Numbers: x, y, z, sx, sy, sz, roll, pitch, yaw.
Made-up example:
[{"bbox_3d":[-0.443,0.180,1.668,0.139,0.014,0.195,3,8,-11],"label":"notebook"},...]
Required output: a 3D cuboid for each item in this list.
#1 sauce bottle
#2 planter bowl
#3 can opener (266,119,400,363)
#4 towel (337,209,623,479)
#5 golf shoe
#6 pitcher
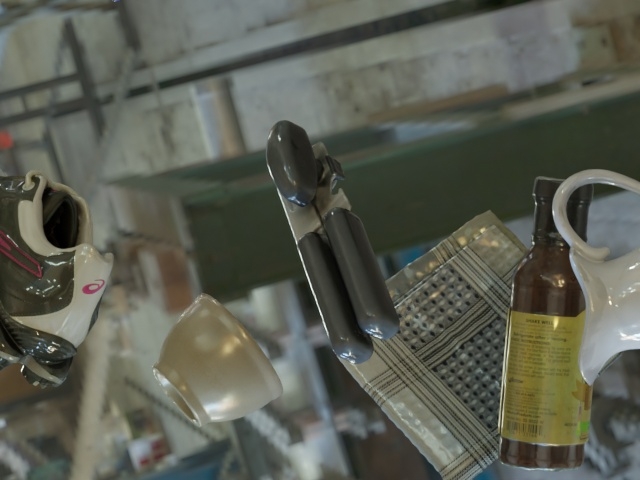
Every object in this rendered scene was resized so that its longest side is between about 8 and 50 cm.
[{"bbox_3d":[0.275,0.098,1.905,0.111,0.111,0.344,-161,75,-71],"label":"sauce bottle"},{"bbox_3d":[-0.138,0.161,1.985,0.162,0.109,0.162,45,163,18],"label":"planter bowl"},{"bbox_3d":[0.000,0.000,1.578,0.074,0.093,0.280,-45,44,24],"label":"can opener"},{"bbox_3d":[0.206,0.140,2.239,0.324,0.312,0.056,49,175,34],"label":"towel"},{"bbox_3d":[-0.227,-0.009,1.225,0.120,0.105,0.273,-51,45,15],"label":"golf shoe"},{"bbox_3d":[0.302,0.016,1.325,0.125,0.207,0.178,-21,-80,-83],"label":"pitcher"}]
